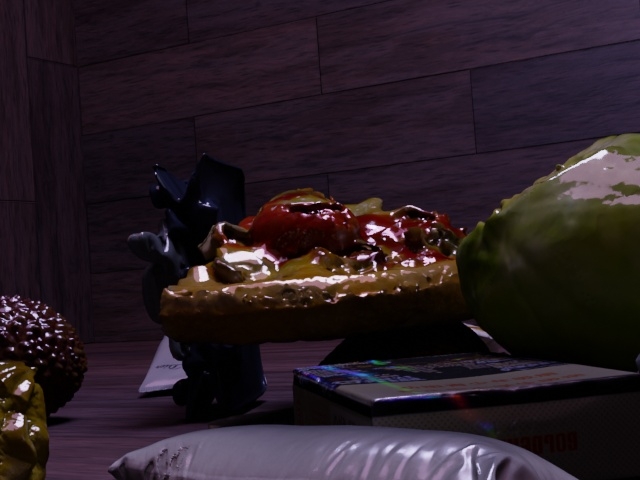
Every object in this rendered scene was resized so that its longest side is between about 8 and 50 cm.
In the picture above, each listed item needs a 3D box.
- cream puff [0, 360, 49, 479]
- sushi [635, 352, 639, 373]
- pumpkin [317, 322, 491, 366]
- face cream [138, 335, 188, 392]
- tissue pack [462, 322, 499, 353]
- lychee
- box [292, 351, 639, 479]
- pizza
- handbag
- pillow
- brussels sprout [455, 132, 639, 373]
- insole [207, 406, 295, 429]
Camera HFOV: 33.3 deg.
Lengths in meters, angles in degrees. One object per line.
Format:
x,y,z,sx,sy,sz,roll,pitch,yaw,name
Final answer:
-0.283,0.156,0.849,0.146,0.116,0.146,-1,-3,0,cream puff
0.333,0.098,0.755,0.213,0.147,0.115,-11,42,-20,sushi
0.120,0.143,1.143,0.279,0.111,0.163,-2,2,-26,pumpkin
-0.230,0.213,1.806,0.143,0.089,0.314,-4,9,-8,face cream
0.133,0.150,1.469,0.183,0.092,0.226,5,-3,-4,tissue pack
-0.398,0.160,1.407,0.188,0.188,0.188,-4,-2,0,lychee
0.098,0.142,0.843,0.198,0.084,0.310,-4,-2,-11,box
0.000,0.000,1.263,0.440,0.130,0.406,-4,21,-19,pizza
-0.154,0.060,1.377,0.118,0.325,0.269,-8,-3,5,handbag
0.021,0.143,0.595,0.254,0.078,0.144,-5,-12,36,pillow
0.293,0.028,0.991,0.344,0.268,0.344,25,-1,1,brussels sprout
-0.031,0.203,1.231,0.081,0.011,0.248,-3,-2,43,insole
